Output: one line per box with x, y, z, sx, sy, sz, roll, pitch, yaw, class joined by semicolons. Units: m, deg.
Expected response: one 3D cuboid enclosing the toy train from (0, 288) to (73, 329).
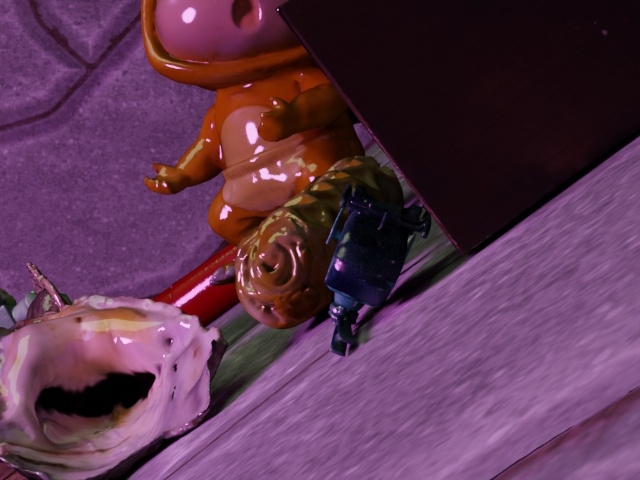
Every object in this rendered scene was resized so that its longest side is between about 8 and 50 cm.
-0.425;0.178;1.948;0.272;0.159;0.188;-44;-26;19;toy train

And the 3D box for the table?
0.137;-0.153;1.020;0.251;0.196;0.282;-37;3;8;table

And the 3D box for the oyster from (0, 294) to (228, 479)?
-0.185;0.119;1.166;0.275;0.100;0.271;-6;19;16;oyster

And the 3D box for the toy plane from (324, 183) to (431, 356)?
0.032;0.013;0.991;0.235;0.060;0.096;-69;-2;-80;toy plane

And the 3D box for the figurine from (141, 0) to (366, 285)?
-0.061;-0.158;1.520;0.268;0.387;0.401;-11;-8;-33;figurine

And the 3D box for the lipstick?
-0.164;0.080;1.868;0.280;0.073;0.073;-35;4;16;lipstick

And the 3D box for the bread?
0.001;-0.001;1.204;0.098;0.087;0.269;-35;2;21;bread

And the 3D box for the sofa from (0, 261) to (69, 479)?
-0.305;0.152;1.428;0.200;0.182;0.258;-39;4;-14;sofa
